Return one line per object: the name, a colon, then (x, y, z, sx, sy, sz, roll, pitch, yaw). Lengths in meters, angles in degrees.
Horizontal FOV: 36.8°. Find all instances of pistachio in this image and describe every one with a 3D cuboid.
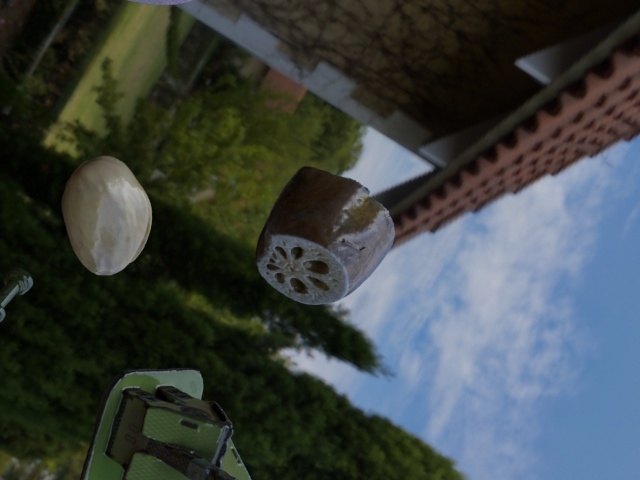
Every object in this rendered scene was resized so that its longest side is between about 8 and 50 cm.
pistachio: (-0.353, -0.039, 1.585, 0.117, 0.145, 0.200, -45, 133, -69)

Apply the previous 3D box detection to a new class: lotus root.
lotus root: (0.003, 0.002, 0.880, 0.081, 0.112, 0.122, -59, 180, -36)

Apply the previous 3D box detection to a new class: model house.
model house: (-0.158, 0.319, 1.354, 0.218, 0.278, 0.205, 8, 100, -60)

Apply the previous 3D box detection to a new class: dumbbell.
dumbbell: (-0.526, 0.093, 1.600, 0.052, 0.046, 0.118, -39, -166, 30)

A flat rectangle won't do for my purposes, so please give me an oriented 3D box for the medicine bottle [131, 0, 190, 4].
medicine bottle: (-0.171, -0.446, 1.040, 0.212, 0.212, 0.325, 136, -32, -63)
